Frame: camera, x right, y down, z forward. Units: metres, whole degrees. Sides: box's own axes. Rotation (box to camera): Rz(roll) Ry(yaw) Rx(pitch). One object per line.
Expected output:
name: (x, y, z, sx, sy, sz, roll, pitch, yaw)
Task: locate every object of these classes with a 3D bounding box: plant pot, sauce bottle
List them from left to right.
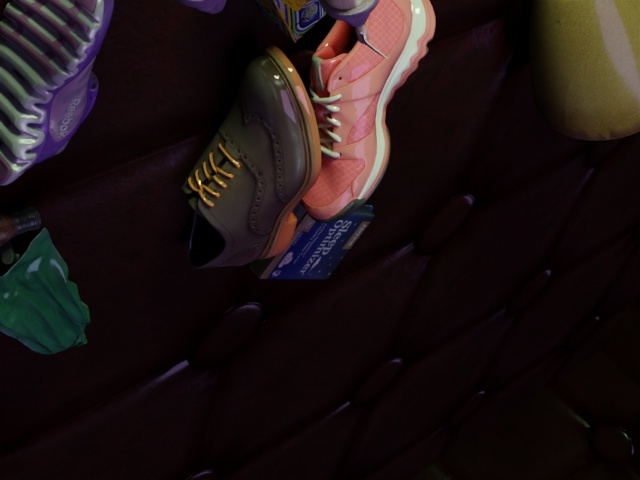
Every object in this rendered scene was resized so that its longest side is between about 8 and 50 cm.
sauce bottle: (-0.357, -0.006, 1.225, 0.128, 0.042, 0.042, -19, 145, -38)
plant pot: (0.405, -0.317, 1.705, 0.237, 0.237, 0.254, -41, 141, -6)

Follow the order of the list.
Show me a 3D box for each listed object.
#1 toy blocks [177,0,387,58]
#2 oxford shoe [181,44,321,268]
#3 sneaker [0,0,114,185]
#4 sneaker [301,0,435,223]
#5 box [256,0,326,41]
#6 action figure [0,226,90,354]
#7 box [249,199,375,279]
toy blocks: (-0.069, -0.287, 0.944, 0.309, 0.288, 0.260, -42, 158, -8)
oxford shoe: (-0.092, -0.081, 1.414, 0.132, 0.130, 0.364, -23, 148, -26)
sneaker: (-0.252, -0.159, 1.101, 0.104, 0.095, 0.236, -20, 151, -53)
sneaker: (0.023, -0.178, 1.431, 0.136, 0.116, 0.314, 12, 101, -46)
box: (-0.048, -0.285, 1.235, 0.054, 0.059, 0.169, -45, 155, -4)
action figure: (-0.332, 0.078, 1.367, 0.137, 0.063, 0.232, -42, 151, -9)
box: (0.000, 0.000, 1.779, 0.136, 0.036, 0.225, -53, 155, 19)
